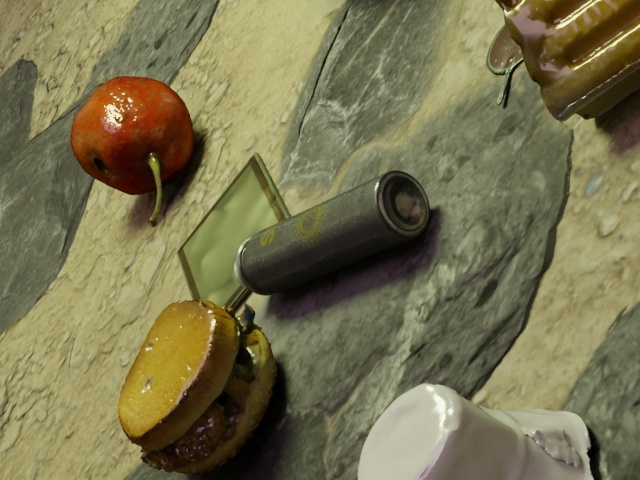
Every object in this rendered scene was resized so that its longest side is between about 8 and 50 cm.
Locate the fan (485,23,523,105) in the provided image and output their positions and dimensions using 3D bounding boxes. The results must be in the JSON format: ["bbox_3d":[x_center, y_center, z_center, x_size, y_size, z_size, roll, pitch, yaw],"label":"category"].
[{"bbox_3d":[0.197,-0.190,1.766,0.085,0.005,0.133,-26,38,45],"label":"fan"}]

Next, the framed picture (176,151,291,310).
[{"bbox_3d":[-0.105,0.001,2.067,0.173,0.010,0.231,-50,27,14],"label":"framed picture"}]

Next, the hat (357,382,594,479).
[{"bbox_3d":[0.107,0.191,1.362,0.203,0.126,0.203,-45,27,30],"label":"hat"}]

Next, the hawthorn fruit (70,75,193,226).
[{"bbox_3d":[-0.231,-0.114,2.270,0.165,0.165,0.285,-53,32,8],"label":"hawthorn fruit"}]

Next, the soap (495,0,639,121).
[{"bbox_3d":[0.285,-0.236,1.514,0.257,0.080,0.160,-35,70,35],"label":"soap"}]

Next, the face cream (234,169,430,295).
[{"bbox_3d":[0.000,0.000,1.817,0.283,0.073,0.073,-24,41,49],"label":"face cream"}]

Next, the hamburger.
[{"bbox_3d":[-0.126,0.161,1.806,0.182,0.118,0.191,-52,23,18],"label":"hamburger"}]
